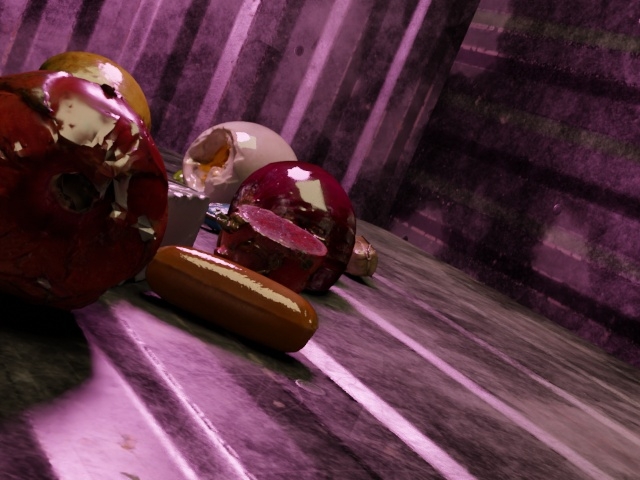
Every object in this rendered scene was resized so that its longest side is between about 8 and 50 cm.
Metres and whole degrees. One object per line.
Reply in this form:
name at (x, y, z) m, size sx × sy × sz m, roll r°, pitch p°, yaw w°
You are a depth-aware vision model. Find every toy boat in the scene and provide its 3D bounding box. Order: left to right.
toy boat at (-0.232, -0.056, 2.284) m, size 0.077 × 0.075 × 0.186 m, roll 32°, pitch 15°, yaw 39°

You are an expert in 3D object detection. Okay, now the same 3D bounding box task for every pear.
pear at (-0.502, -0.236, 1.962) m, size 0.304 × 0.303 × 0.304 m, roll 23°, pitch 6°, yaw -3°

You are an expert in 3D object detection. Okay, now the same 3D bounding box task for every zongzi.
zongzi at (0.050, 0.033, 2.484) m, size 0.198 × 0.099 × 0.194 m, roll 11°, pitch 9°, yaw -13°

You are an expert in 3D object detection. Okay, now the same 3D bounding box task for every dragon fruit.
dragon fruit at (-0.329, -0.063, 1.109) m, size 0.296 × 0.295 × 0.302 m, roll 20°, pitch 1°, yaw -25°
dragon fruit at (-0.117, 0.029, 1.798) m, size 0.282 × 0.147 × 0.211 m, roll 13°, pitch 21°, yaw -42°

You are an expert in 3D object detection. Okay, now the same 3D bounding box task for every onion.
onion at (-0.050, -0.044, 2.071) m, size 0.282 × 0.260 × 0.337 m, roll 25°, pitch 4°, yaw -28°

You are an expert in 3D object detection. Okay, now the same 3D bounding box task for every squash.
squash at (-0.362, -0.170, 2.742) m, size 0.082 × 0.082 × 0.292 m, roll 25°, pitch 6°, yaw 13°

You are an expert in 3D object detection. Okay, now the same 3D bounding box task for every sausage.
sausage at (-0.133, 0.084, 1.386) m, size 0.274 × 0.105 × 0.105 m, roll 23°, pitch 6°, yaw 4°

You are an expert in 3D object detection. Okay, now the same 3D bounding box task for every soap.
soap at (-0.258, -0.010, 1.511) m, size 0.258 × 0.158 × 0.302 m, roll 21°, pitch 8°, yaw -36°

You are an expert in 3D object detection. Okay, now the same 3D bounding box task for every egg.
egg at (-0.196, -0.171, 2.464) m, size 0.278 × 0.278 × 0.336 m, roll 27°, pitch 3°, yaw 33°
